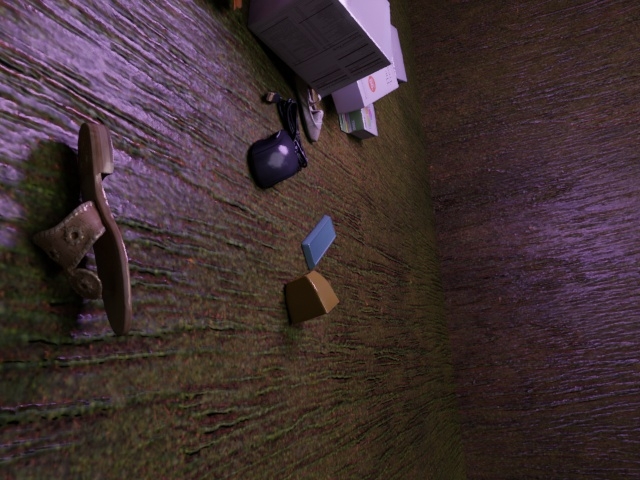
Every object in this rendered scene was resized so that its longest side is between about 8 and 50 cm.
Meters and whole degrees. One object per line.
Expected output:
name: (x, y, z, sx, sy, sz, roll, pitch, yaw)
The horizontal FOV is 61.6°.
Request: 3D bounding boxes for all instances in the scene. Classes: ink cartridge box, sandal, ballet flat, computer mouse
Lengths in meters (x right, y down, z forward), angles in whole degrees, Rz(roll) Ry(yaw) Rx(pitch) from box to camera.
ink cartridge box: (0.116, -0.385, 1.670, 0.209, 0.062, 0.108, -6, 87, -69)
sandal: (-0.258, -0.013, 0.562, 0.079, 0.088, 0.239, -1, 72, -37)
ballet flat: (-0.021, -0.322, 1.303, 0.057, 0.053, 0.168, -54, 131, -62)
computer mouse: (-0.077, -0.217, 1.102, 0.262, 0.060, 0.183, -45, 123, -65)

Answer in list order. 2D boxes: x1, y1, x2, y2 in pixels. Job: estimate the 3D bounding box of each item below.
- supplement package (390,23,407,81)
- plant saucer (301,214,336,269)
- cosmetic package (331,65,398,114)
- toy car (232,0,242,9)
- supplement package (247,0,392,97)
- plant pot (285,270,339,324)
supplement package: (0.192, -0.629, 1.850, 0.203, 0.150, 0.194, -32, 110, -68)
plant saucer: (0.000, 0.000, 1.264, 0.192, 0.018, 0.067, -52, 129, -61)
cosmetic package: (0.085, -0.575, 1.510, 0.284, 0.098, 0.377, -43, 119, -50)
toy car: (-0.153, -0.522, 0.931, 0.238, 0.220, 0.210, 105, -15, -66)
supplement package: (0.006, -0.495, 1.178, 0.263, 0.198, 0.199, 32, 51, -46)
plant pot: (-0.024, 0.109, 1.074, 0.083, 0.081, 0.081, 66, 22, -3)
